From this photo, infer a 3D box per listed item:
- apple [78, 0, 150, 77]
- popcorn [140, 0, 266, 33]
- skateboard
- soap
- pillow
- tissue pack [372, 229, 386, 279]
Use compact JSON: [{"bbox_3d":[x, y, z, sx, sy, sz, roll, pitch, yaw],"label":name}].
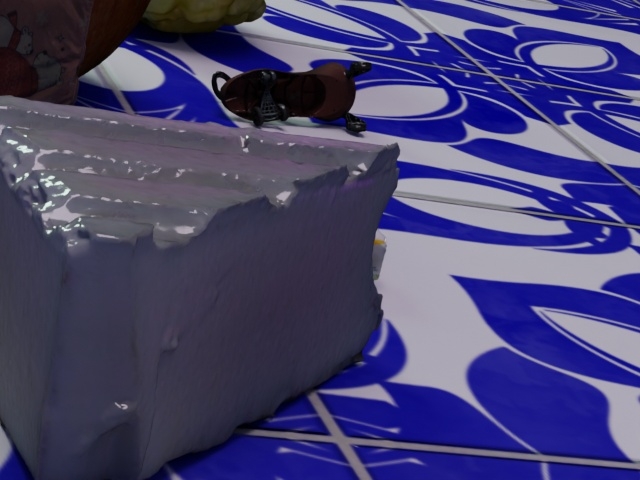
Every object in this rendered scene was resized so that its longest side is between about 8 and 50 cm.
[{"bbox_3d":[-0.268,-0.253,1.681,0.301,0.301,0.301,13,18,-4],"label":"apple"},{"bbox_3d":[-0.146,-0.329,2.021,0.249,0.225,0.249,13,23,-6],"label":"popcorn"},{"bbox_3d":[-0.031,-0.139,1.804,0.151,0.067,0.080,-2,14,-30],"label":"skateboard"},{"bbox_3d":[-0.046,0.032,1.099,0.302,0.159,0.258,4,17,-23],"label":"soap"},{"bbox_3d":[-0.301,-0.150,1.505,0.248,0.135,0.049,5,8,-26],"label":"pillow"},{"bbox_3d":[0.000,0.000,1.422,0.083,0.042,0.062,7,17,-21],"label":"tissue pack"}]
